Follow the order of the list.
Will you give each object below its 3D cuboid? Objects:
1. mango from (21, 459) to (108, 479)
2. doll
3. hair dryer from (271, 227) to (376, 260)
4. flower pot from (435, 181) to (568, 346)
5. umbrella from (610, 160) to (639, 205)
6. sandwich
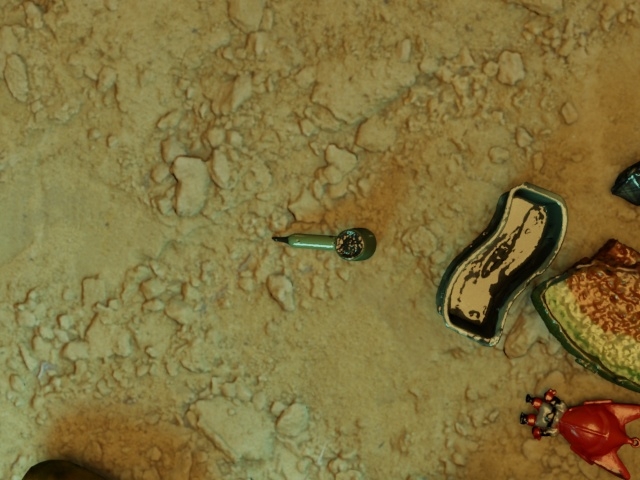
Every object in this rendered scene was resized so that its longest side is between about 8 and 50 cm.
[{"bbox_3d":[-0.323,0.425,1.415,0.255,0.139,0.175,27,81,8],"label":"mango"},{"bbox_3d":[0.369,0.262,1.421,0.169,0.057,0.109,17,90,0],"label":"doll"},{"bbox_3d":[0.000,0.000,1.425,0.150,0.071,0.047,6,91,17],"label":"hair dryer"},{"bbox_3d":[0.248,0.029,1.390,0.103,0.108,0.229,33,92,0],"label":"flower pot"},{"bbox_3d":[0.515,-0.036,1.402,0.224,0.080,0.071,39,59,-3],"label":"umbrella"},{"bbox_3d":[0.425,0.104,1.392,0.292,0.109,0.212,15,84,-4],"label":"sandwich"}]
